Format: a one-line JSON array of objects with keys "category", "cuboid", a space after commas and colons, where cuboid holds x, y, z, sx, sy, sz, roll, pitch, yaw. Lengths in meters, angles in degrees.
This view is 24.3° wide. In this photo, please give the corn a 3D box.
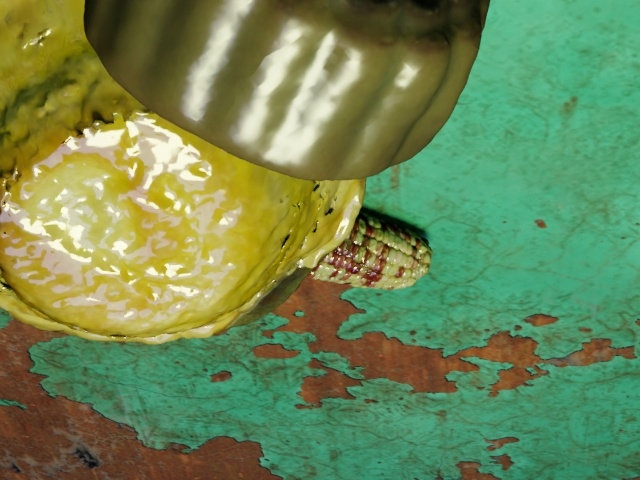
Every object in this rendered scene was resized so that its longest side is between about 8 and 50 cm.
[{"category": "corn", "cuboid": [0.000, 0.000, 1.562, 0.253, 0.086, 0.086, 14, 146, -23]}]

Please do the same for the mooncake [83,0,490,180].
[{"category": "mooncake", "cuboid": [-0.016, -0.183, 1.084, 0.290, 0.290, 0.161, 15, 127, -19]}]

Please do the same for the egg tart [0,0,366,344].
[{"category": "egg tart", "cuboid": [-0.157, -0.052, 1.312, 0.443, 0.178, 0.443, -5, 129, -6]}]
